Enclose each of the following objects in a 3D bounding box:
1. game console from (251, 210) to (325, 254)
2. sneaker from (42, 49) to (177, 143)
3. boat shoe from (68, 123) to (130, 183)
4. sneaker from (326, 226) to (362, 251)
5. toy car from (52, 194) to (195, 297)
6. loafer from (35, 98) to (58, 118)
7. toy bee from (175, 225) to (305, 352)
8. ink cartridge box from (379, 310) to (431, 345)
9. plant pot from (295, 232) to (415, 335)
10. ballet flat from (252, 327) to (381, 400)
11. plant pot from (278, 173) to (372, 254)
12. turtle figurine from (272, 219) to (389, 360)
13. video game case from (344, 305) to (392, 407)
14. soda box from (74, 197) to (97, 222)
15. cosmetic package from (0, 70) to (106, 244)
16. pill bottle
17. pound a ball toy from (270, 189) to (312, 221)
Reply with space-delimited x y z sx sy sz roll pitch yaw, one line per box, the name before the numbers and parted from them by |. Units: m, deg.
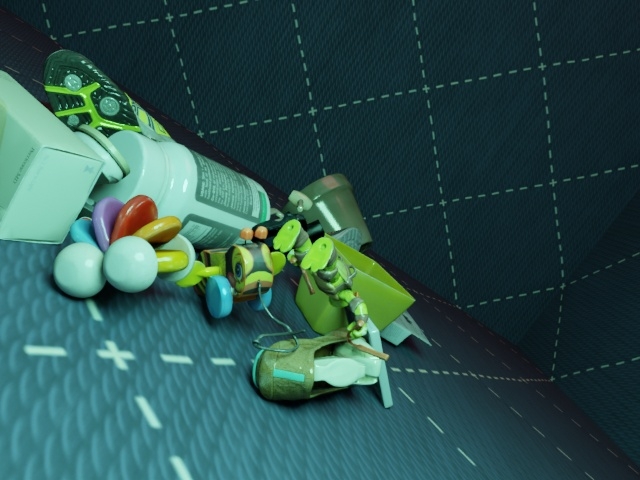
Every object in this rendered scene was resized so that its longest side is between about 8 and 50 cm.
game console | -0.092 0.007 1.015 0.361 0.213 0.044 96 -32 -81
sneaker | -0.457 -0.258 1.113 0.385 0.145 0.147 52 1 -39
boat shoe | -0.443 -0.136 0.868 0.302 0.103 0.113 14 -39 44
sneaker | 0.000 0.000 1.653 0.180 0.125 0.321 18 15 34
toy car | -0.280 0.003 0.703 0.182 0.136 0.159 -7 2 12
loafer | -0.642 -0.265 1.101 0.302 0.109 0.095 30 30 -43
toy bee | -0.122 0.049 0.824 0.298 0.162 0.195 12 14 32
ink cartridge box | 0.159 0.209 1.541 0.330 0.071 0.324 34 7 -9
plant pot | 0.060 0.133 1.206 0.212 0.187 0.212 29 11 -32
ballet flat | 0.029 0.211 0.839 0.124 0.116 0.342 1 -8 29
plant pot | 0.043 -0.049 1.883 0.280 0.323 0.323 55 15 16
turtle figurine | 0.020 0.066 0.808 0.269 0.087 0.217 48 -6 38
video game case | 0.094 0.221 1.019 0.173 0.022 0.190 -129 -157 -63
soda box | -0.375 -0.019 0.863 0.169 0.053 0.060 32 9 -15
cosmetic package | -0.498 -0.147 0.765 0.309 0.160 0.113 37 10 23
pill bottle | -0.291 -0.091 1.063 0.204 0.204 0.361 40 10 33
pound a ball toy | -0.147 -0.058 1.400 0.135 0.208 0.319 35 10 2
